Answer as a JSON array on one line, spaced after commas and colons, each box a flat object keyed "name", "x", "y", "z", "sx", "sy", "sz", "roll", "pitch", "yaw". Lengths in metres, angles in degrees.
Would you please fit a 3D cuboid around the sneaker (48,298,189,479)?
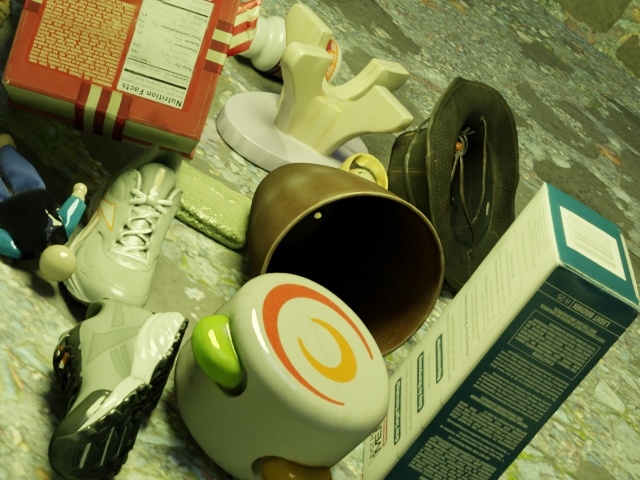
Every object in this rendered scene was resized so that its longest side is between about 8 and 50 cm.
[{"name": "sneaker", "x": -0.205, "y": 0.135, "z": 1.428, "sx": 0.108, "sy": 0.100, "sz": 0.271, "roll": 21, "pitch": 22, "yaw": 0}]

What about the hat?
[{"name": "hat", "x": 0.167, "y": -0.071, "z": 2.166, "sx": 0.331, "sy": 0.134, "sz": 0.331, "roll": 8, "pitch": 81, "yaw": -62}]

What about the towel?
[{"name": "towel", "x": -0.147, "y": -0.051, "z": 1.880, "sx": 0.148, "sy": 0.027, "sz": 0.110, "roll": 32, "pitch": 26, "yaw": -10}]

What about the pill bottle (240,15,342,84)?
[{"name": "pill bottle", "x": -0.050, "y": -0.284, "z": 2.332, "sx": 0.152, "sy": 0.086, "sz": 0.086, "roll": 18, "pitch": 31, "yaw": -33}]

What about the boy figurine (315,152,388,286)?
[{"name": "boy figurine", "x": 0.071, "y": -0.002, "z": 2.003, "sx": 0.177, "sy": 0.092, "sz": 0.285, "roll": 21, "pitch": 32, "yaw": -24}]

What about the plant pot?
[{"name": "plant pot", "x": 0.000, "y": 0.000, "z": 1.809, "sx": 0.215, "sy": 0.215, "sz": 0.230, "roll": 23, "pitch": 15, "yaw": -28}]

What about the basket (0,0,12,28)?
[{"name": "basket", "x": -0.488, "y": -0.317, "z": 1.680, "sx": 0.299, "sy": 0.213, "sz": 0.223, "roll": 24, "pitch": 29, "yaw": -26}]

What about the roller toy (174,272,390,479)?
[{"name": "roller toy", "x": -0.040, "y": 0.145, "z": 1.542, "sx": 0.209, "sy": 0.146, "sz": 0.191, "roll": 45, "pitch": 31, "yaw": -2}]

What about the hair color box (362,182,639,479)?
[{"name": "hair color box", "x": 0.177, "y": 0.129, "z": 1.606, "sx": 0.105, "sy": 0.347, "sz": 0.174, "roll": 30, "pitch": 26, "yaw": -12}]

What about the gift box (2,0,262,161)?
[{"name": "gift box", "x": -0.200, "y": -0.246, "z": 1.747, "sx": 0.255, "sy": 0.276, "sz": 0.258, "roll": 21, "pitch": -5, "yaw": -7}]

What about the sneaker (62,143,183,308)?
[{"name": "sneaker", "x": -0.200, "y": -0.019, "z": 1.646, "sx": 0.099, "sy": 0.121, "sz": 0.262, "roll": 28, "pitch": 27, "yaw": -19}]

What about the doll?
[{"name": "doll", "x": -0.301, "y": -0.032, "z": 1.603, "sx": 0.129, "sy": 0.046, "sz": 0.189, "roll": -21, "pitch": 55, "yaw": -24}]

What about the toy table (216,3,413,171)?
[{"name": "toy table", "x": 0.001, "y": -0.189, "z": 2.147, "sx": 0.252, "sy": 0.161, "sz": 0.274, "roll": 44, "pitch": 25, "yaw": 17}]
